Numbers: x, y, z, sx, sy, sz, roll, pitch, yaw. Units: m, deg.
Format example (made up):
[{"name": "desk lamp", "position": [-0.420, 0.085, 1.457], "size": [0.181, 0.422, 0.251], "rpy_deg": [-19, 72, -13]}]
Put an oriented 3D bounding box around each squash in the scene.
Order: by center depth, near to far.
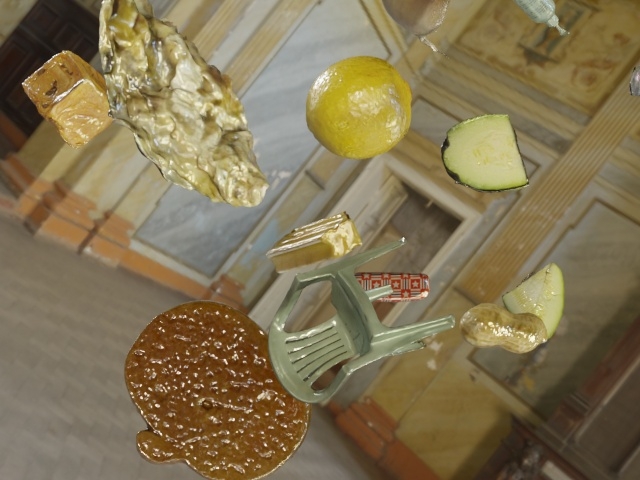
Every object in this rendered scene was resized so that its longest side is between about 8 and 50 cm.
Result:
[{"name": "squash", "position": [0.358, -0.182, 1.554], "size": [0.085, 0.184, 0.192], "rpy_deg": [100, -20, -71]}, {"name": "squash", "position": [0.557, 0.164, 1.669], "size": [0.093, 0.169, 0.252], "rpy_deg": [48, 12, -10]}]

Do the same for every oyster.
[{"name": "oyster", "position": [-0.189, -0.194, 0.959], "size": [0.351, 0.114, 0.238], "rpy_deg": [58, 24, -2]}]

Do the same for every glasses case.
[{"name": "glasses case", "position": [0.169, 0.114, 1.659], "size": [0.194, 0.073, 0.049], "rpy_deg": [2, -6, -8]}]

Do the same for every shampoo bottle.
[{"name": "shampoo bottle", "position": [0.438, -0.488, 1.394], "size": [0.195, 0.056, 0.056], "rpy_deg": [37, 1, -23]}]

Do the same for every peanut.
[{"name": "peanut", "position": [0.340, 0.162, 1.263], "size": [0.192, 0.089, 0.089], "rpy_deg": [15, 9, -21]}]

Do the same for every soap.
[{"name": "soap", "position": [0.000, 0.000, 1.759], "size": [0.257, 0.160, 0.080], "rpy_deg": [-16, -71, 42]}]

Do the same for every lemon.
[{"name": "lemon", "position": [0.102, -0.347, 1.787], "size": [0.293, 0.293, 0.293], "rpy_deg": [39, 0, 0]}]

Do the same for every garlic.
[{"name": "garlic", "position": [0.315, -0.743, 1.982], "size": [0.245, 0.232, 0.340], "rpy_deg": [25, -20, 16]}]

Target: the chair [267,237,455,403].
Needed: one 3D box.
[{"name": "chair", "position": [0.055, 0.152, 1.203], "size": [0.191, 0.274, 0.203], "rpy_deg": [106, -37, -54]}]

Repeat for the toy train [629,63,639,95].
[{"name": "toy train", "position": [0.755, -0.354, 1.275], "size": [0.307, 0.249, 0.173], "rpy_deg": [4, 28, 13]}]

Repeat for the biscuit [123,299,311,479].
[{"name": "biscuit", "position": [-0.220, 0.317, 1.383], "size": [0.394, 0.350, 0.070], "rpy_deg": [51, -18, 6]}]

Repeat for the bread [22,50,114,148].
[{"name": "bread", "position": [-0.566, -0.325, 1.559], "size": [0.149, 0.158, 0.143], "rpy_deg": [56, -1, 31]}]
